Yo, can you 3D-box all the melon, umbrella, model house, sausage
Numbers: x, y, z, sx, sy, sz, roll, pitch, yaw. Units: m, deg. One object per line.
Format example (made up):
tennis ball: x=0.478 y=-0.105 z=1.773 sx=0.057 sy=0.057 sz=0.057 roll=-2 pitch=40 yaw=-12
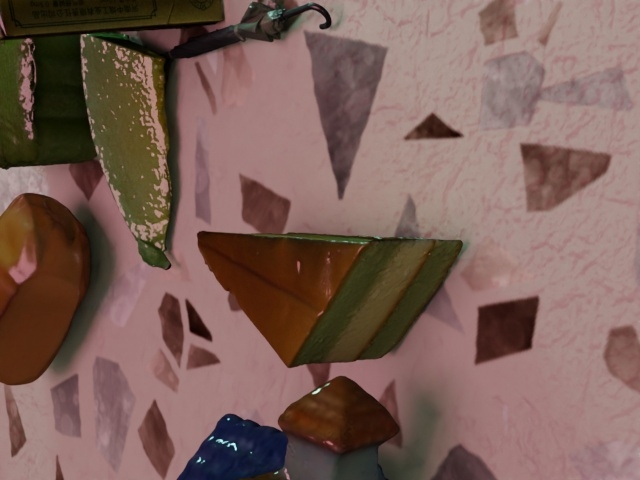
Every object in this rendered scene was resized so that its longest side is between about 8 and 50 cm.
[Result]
melon: x=-0.182 y=-0.098 z=1.277 sx=0.114 sy=0.053 sz=0.261 roll=-12 pitch=89 yaw=38
umbrella: x=-0.084 y=-0.201 z=1.158 sx=0.269 sy=0.044 sz=0.044 roll=-1 pitch=48 yaw=49
model house: x=-0.071 y=0.258 z=0.980 sx=0.252 sy=0.295 sz=0.329 roll=17 pitch=108 yaw=42
sausage: x=-0.335 y=0.060 z=1.393 sx=0.241 sy=0.120 sz=0.136 roll=-62 pitch=36 yaw=31

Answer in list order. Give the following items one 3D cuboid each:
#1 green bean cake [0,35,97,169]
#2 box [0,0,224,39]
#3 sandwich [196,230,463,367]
green bean cake: x=-0.320 y=-0.185 z=1.367 sx=0.200 sy=0.113 sz=0.214 roll=3 pitch=94 yaw=51
box: x=-0.235 y=-0.228 z=1.172 sx=0.159 sy=0.240 sz=0.071 roll=5 pitch=104 yaw=49
sandwich: x=0.000 y=0.000 z=1.020 sx=0.187 sy=0.117 sz=0.144 roll=49 pitch=124 yaw=36
